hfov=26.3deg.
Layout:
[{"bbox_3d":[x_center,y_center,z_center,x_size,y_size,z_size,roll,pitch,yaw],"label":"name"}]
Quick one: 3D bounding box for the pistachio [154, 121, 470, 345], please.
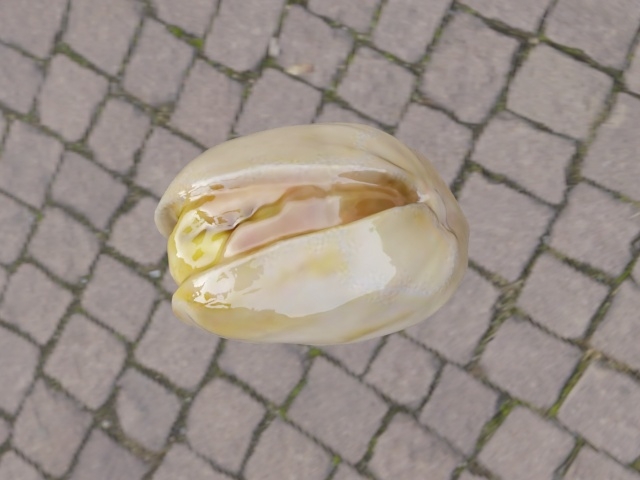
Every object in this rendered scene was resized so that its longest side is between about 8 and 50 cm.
[{"bbox_3d":[0.000,0.000,1.336,0.308,0.230,0.230,-9,91,-10],"label":"pistachio"}]
